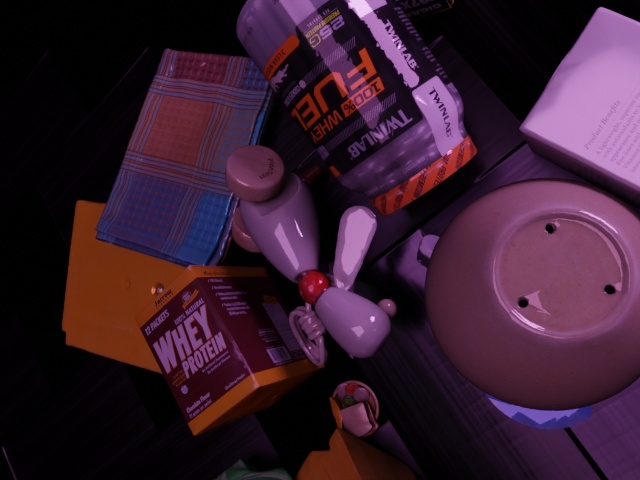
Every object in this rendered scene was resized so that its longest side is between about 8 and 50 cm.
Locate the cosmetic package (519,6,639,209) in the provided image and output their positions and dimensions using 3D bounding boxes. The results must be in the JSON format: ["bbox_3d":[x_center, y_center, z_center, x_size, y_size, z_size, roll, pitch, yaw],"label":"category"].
[{"bbox_3d":[0.353,-0.135,0.643,0.184,0.151,0.151,36,103,23],"label":"cosmetic package"}]

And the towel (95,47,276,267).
[{"bbox_3d":[-0.227,-0.145,0.962,0.272,0.040,0.370,14,83,26],"label":"towel"}]

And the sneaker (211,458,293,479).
[{"bbox_3d":[-0.144,0.420,0.896,0.296,0.123,0.109,-26,96,41],"label":"sneaker"}]

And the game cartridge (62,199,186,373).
[{"bbox_3d":[-0.337,0.079,1.039,0.324,0.053,0.285,8,91,29],"label":"game cartridge"}]

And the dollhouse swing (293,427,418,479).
[{"bbox_3d":[0.102,0.516,0.788,0.346,0.305,0.315,-62,24,11],"label":"dollhouse swing"}]

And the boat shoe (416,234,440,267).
[{"bbox_3d":[0.197,0.041,0.777,0.142,0.049,0.040,31,137,17],"label":"boat shoe"}]

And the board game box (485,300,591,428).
[{"bbox_3d":[0.284,0.152,0.732,0.133,0.033,0.168,9,84,27],"label":"board game box"}]

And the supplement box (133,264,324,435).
[{"bbox_3d":[-0.131,0.152,0.849,0.129,0.191,0.194,-40,70,19],"label":"supplement box"}]

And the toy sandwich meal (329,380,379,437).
[{"bbox_3d":[0.049,0.251,0.844,0.086,0.029,0.085,-1,87,26],"label":"toy sandwich meal"}]

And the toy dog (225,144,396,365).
[{"bbox_3d":[0.000,0.000,0.811,0.333,0.161,0.220,58,156,5],"label":"toy dog"}]

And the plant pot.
[{"bbox_3d":[0.251,0.049,0.629,0.284,0.191,0.283,-3,78,15],"label":"plant pot"}]

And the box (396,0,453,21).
[{"bbox_3d":[0.047,-0.474,0.855,0.257,0.079,0.321,-10,83,28],"label":"box"}]

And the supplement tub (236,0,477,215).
[{"bbox_3d":[0.053,-0.201,0.742,0.194,0.193,0.316,-35,94,21],"label":"supplement tub"}]
